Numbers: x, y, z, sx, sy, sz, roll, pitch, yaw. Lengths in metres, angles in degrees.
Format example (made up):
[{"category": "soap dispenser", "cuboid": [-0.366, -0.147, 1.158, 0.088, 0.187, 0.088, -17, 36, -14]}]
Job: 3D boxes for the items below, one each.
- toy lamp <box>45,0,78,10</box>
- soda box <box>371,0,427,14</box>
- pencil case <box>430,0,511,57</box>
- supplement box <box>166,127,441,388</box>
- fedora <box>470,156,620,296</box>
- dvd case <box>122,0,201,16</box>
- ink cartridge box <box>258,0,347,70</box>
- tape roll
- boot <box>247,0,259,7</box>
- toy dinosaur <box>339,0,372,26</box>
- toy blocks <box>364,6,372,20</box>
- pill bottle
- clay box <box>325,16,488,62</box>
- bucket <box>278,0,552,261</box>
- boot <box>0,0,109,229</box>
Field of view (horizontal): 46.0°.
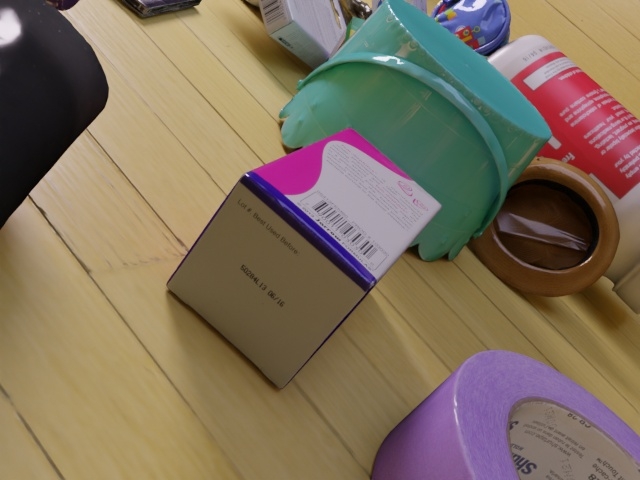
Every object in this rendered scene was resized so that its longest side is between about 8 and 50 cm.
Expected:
[{"category": "toy lamp", "cuboid": [-0.334, -0.310, 0.682, 0.275, 0.080, 0.080, 37, 26, -4]}, {"category": "soda box", "cuboid": [0.127, -0.326, 1.185, 0.069, 0.216, 0.074, 1, 10, 27]}, {"category": "pencil case", "cuboid": [0.242, -0.297, 1.239, 0.133, 0.119, 0.306, 56, 0, 16]}, {"category": "supplement box", "cuboid": [0.000, 0.000, 0.587, 0.111, 0.114, 0.220, 42, 27, 6]}, {"category": "fedora", "cuboid": [0.282, -0.013, 0.978, 0.194, 0.194, 0.079, 44, -9, 8]}, {"category": "dvd case", "cuboid": [-0.263, -0.352, 0.911, 0.221, 0.018, 0.164, 39, 26, -3]}, {"category": "ink cartridge box", "cuboid": [-0.030, -0.354, 1.090, 0.224, 0.045, 0.223, 19, 53, -61]}, {"category": "tape roll", "cuboid": [0.168, 0.207, 0.504, 0.275, 0.090, 0.274, 32, 26, -18]}, {"category": "boot", "cuboid": [-0.121, -0.460, 1.212, 0.258, 0.095, 0.123, 58, 24, 17]}, {"category": "toy dinosaur", "cuboid": [0.061, -0.380, 1.278, 0.118, 0.064, 0.268, 62, 1, 26]}, {"category": "toy blocks", "cuboid": [0.042, -0.617, 1.468, 0.309, 0.260, 0.289, 51, 28, 21]}, {"category": "pill bottle", "cuboid": [0.387, -0.095, 1.123, 0.407, 0.229, 0.229, 49, 27, 19]}, {"category": "clay box", "cuboid": [0.125, -0.221, 1.024, 0.222, 0.127, 0.053, 12, 71, -14]}, {"category": "bucket", "cuboid": [0.112, -0.131, 0.864, 0.281, 0.183, 0.281, 31, 27, -18]}, {"category": "boot", "cuboid": [-0.170, 0.020, 0.316, 0.367, 0.146, 0.445, 32, 22, -19]}]
